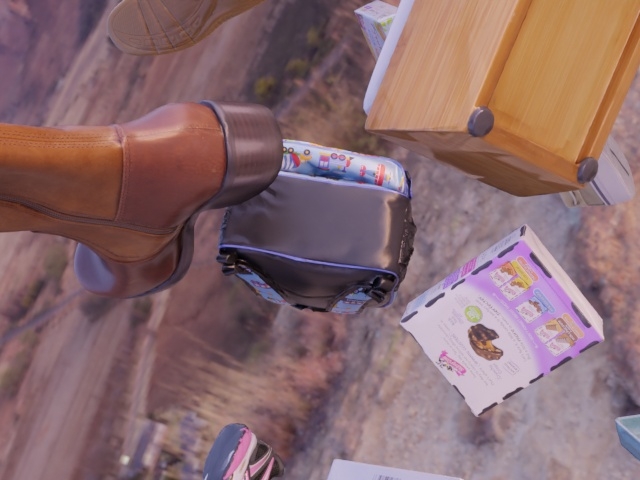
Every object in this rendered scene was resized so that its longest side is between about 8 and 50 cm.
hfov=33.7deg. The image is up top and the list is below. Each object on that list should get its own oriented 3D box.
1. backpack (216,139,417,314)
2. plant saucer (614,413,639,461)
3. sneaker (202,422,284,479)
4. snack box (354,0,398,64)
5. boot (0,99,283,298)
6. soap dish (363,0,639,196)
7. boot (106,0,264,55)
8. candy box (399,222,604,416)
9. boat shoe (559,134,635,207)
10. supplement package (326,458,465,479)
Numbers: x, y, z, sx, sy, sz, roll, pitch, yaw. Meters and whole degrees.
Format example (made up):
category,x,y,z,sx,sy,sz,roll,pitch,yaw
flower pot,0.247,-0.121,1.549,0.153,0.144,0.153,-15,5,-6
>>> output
category,x,y,z,sx,sy,sz,roll,pitch,yaw
backpack,0.000,0.000,0.895,0.173,0.158,0.116,81,-161,-75
plant saucer,0.249,0.158,0.586,0.192,0.067,0.018,42,124,48
sneaker,-0.086,0.271,1.011,0.072,0.077,0.178,-4,56,61
snack box,0.087,-0.230,1.263,0.037,0.100,0.141,-26,21,-2
boot,-0.201,-0.011,0.705,0.264,0.281,0.096,-25,76,50
soap dish,0.180,-0.188,0.875,0.118,0.229,0.290,28,97,44
boot,-0.158,-0.351,1.461,0.262,0.095,0.203,-24,22,14
candy box,0.229,0.103,1.342,0.196,0.165,0.070,-36,7,22
boat shoe,0.297,-0.118,1.291,0.094,0.302,0.109,-22,51,24
supplement package,0.099,0.357,1.113,0.262,0.145,0.204,-13,52,62
